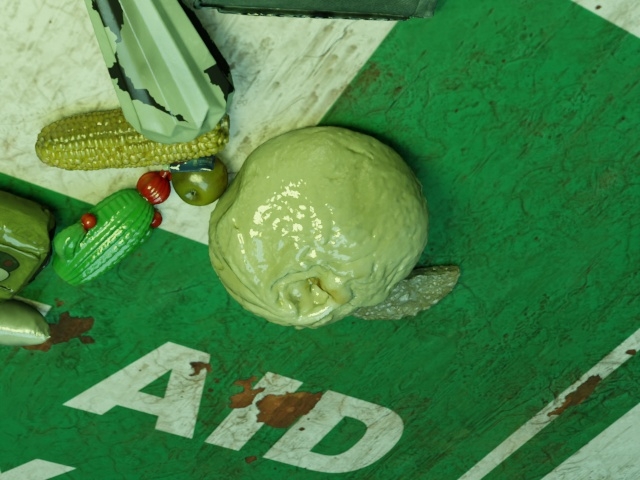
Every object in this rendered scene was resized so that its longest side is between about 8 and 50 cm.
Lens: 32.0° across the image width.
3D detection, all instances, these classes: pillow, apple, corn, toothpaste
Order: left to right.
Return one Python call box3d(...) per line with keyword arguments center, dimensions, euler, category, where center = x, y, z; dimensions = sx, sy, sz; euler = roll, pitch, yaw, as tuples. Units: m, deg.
box3d(center=(-0.590, 0.130, 1.887), dimensions=(0.254, 0.144, 0.078), euler=(11, 102, -21), category="pillow")
box3d(center=(-0.279, -0.155, 1.662), dimensions=(0.292, 0.101, 0.101), euler=(-8, 136, -3), category="corn")
box3d(center=(-0.200, -0.115, 1.696), dimensions=(0.083, 0.027, 0.019), euler=(-4, 153, 10), category="toothpaste")
box3d(center=(-0.188, -0.098, 1.744), dimensions=(0.090, 0.074, 0.089), euler=(10, 137, 9), category="apple")

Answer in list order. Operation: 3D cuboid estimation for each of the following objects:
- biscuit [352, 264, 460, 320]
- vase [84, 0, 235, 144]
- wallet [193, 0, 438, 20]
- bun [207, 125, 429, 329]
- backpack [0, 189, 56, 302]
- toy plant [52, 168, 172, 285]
box3d(center=(0.128, 0.101, 2.034), dimensions=(0.250, 0.032, 0.133), euler=(-5, 137, -4), category="biscuit")
box3d(center=(-0.239, -0.301, 1.474), dimensions=(0.165, 0.165, 0.360), euler=(-16, 128, 9), category="vase")
box3d(center=(0.007, -0.395, 1.477), dimensions=(0.342, 0.075, 0.237), euler=(-1, 142, -10), category="wallet")
box3d(center=(0.000, 0.000, 1.771), dimensions=(0.352, 0.227, 0.349), euler=(-3, 134, -8), category="bun")
box3d(center=(-0.543, 0.010, 1.773), dimensions=(0.207, 0.140, 0.253), euler=(21, 138, -25), category="backpack")
box3d(center=(-0.323, -0.020, 1.786), dimensions=(0.240, 0.088, 0.154), euler=(-34, 154, -20), category="toy plant")
